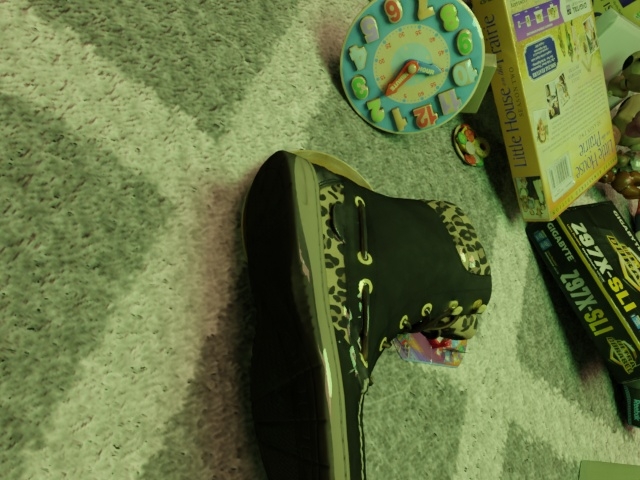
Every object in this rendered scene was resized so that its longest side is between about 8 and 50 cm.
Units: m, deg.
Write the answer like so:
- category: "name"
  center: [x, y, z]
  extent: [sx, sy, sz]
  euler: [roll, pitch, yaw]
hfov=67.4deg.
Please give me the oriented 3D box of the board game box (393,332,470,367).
- category: "board game box"
  center: [0.172, 0.113, 0.702]
  extent: [0.168, 0.033, 0.133]
  euler: [17, 66, -32]

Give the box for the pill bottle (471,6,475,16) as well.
- category: "pill bottle"
  center: [0.412, -0.501, 0.998]
  extent: [0.153, 0.153, 0.265]
  euler: [48, 54, -14]

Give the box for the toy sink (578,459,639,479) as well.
- category: "toy sink"
  center: [0.553, 0.442, 0.746]
  extent: [0.153, 0.234, 0.131]
  euler: [41, 56, -17]

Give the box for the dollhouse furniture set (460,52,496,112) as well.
- category: "dollhouse furniture set"
  center: [0.196, -0.306, 0.784]
  extent: [0.151, 0.144, 0.123]
  euler: [4, 68, 3]

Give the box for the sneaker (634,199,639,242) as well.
- category: "sneaker"
  center: [0.945, -0.048, 1.254]
  extent: [0.350, 0.131, 0.148]
  euler: [9, 75, -34]

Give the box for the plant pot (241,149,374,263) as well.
- category: "plant pot"
  center: [0.000, 0.000, 0.614]
  extent: [0.236, 0.032, 0.236]
  euler: [12, 69, -34]

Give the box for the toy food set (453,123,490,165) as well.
- category: "toy food set"
  center: [0.274, -0.174, 0.877]
  extent: [0.083, 0.020, 0.082]
  euler: [48, 54, -14]

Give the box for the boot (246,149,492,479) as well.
- category: "boot"
  center: [0.069, 0.098, 0.533]
  extent: [0.284, 0.138, 0.378]
  euler: [5, 68, -35]

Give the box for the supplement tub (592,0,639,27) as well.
- category: "supplement tub"
  center: [0.687, -0.577, 1.108]
  extent: [0.241, 0.331, 0.241]
  euler: [12, 69, -33]

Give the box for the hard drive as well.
- category: "hard drive"
  center: [0.665, -0.400, 1.119]
  extent: [0.307, 0.203, 0.040]
  euler: [2, 56, -35]

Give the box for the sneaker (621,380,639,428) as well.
- category: "sneaker"
  center: [0.733, 0.299, 1.016]
  extent: [0.340, 0.125, 0.140]
  euler: [-1, 92, -31]

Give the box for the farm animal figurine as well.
- category: "farm animal figurine"
  center: [0.725, -0.278, 1.124]
  extent: [0.326, 0.172, 0.330]
  euler: [-27, 129, -40]

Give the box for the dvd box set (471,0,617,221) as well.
- category: "dvd box set"
  center: [0.422, -0.285, 0.872]
  extent: [0.307, 0.062, 0.421]
  euler: [-32, 110, -32]

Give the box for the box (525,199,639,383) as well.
- category: "box"
  center: [0.570, 0.081, 0.930]
  extent: [0.257, 0.079, 0.322]
  euler: [-9, 66, -36]

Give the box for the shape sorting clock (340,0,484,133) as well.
- category: "shape sorting clock"
  center: [0.131, -0.253, 0.692]
  extent: [0.206, 0.206, 0.040]
  euler: [38, 28, -21]
